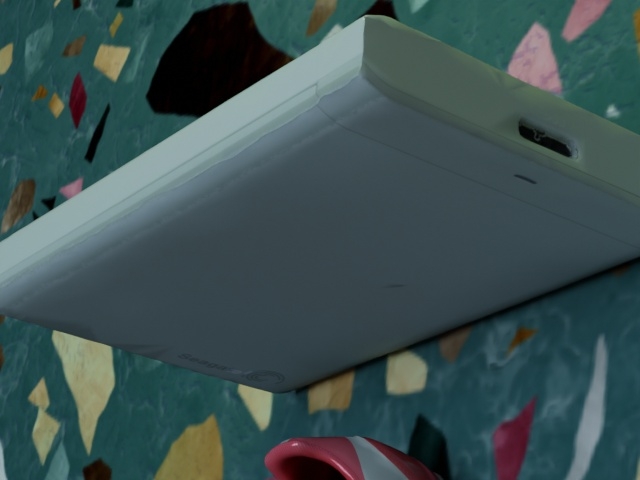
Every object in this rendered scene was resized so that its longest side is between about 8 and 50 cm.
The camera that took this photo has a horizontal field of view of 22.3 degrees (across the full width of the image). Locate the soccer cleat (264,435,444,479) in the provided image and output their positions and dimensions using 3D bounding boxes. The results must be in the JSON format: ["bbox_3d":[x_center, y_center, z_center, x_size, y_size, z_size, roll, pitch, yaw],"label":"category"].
[{"bbox_3d":[0.034,0.195,0.731,0.083,0.095,0.248,-46,40,32],"label":"soccer cleat"}]

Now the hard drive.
[{"bbox_3d":[0.000,0.000,0.782,0.307,0.203,0.040,-26,53,46],"label":"hard drive"}]
